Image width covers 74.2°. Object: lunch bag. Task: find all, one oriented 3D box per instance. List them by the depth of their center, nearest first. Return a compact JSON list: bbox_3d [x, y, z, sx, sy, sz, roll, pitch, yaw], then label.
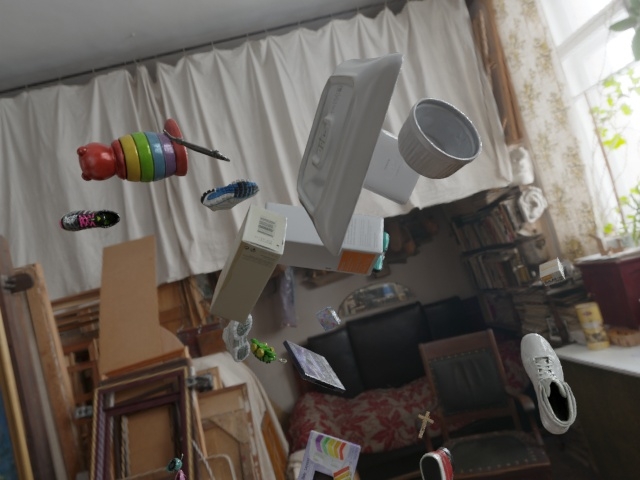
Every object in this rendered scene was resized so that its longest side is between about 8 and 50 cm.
[{"bbox_3d":[0.032,0.317,1.735,0.071,0.083,0.053,-31,10,15],"label":"lunch bag"}]

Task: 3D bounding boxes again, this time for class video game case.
[{"bbox_3d":[-0.025,0.521,1.746,0.026,0.196,0.274,-48,-47,6],"label":"video game case"}]

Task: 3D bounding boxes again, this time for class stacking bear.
[{"bbox_3d":[-0.566,-0.249,1.273,0.288,0.164,0.175,-15,-41,-30],"label":"stacking bear"}]

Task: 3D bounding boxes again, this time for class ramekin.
[{"bbox_3d":[0.299,-0.257,1.101,0.207,0.207,0.109,-13,-22,-32],"label":"ramekin"}]

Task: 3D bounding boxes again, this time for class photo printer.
[{"bbox_3d":[0.276,-0.322,1.799,0.307,0.256,0.107,22,7,-18],"label":"photo printer"}]

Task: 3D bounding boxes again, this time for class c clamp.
[{"bbox_3d":[-0.319,-0.240,1.114,0.160,0.022,0.137,19,-2,-3],"label":"c clamp"}]

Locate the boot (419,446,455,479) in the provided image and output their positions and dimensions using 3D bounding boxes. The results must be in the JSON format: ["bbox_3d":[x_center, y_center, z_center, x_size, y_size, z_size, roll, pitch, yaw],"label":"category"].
[{"bbox_3d":[0.374,0.766,1.280,0.088,0.244,0.176,-14,-21,29],"label":"boot"}]

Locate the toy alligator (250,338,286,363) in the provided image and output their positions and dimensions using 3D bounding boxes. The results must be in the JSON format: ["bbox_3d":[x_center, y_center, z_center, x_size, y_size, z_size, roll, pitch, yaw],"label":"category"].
[{"bbox_3d":[-0.183,0.389,1.427,0.056,0.051,0.189,6,10,-45],"label":"toy alligator"}]

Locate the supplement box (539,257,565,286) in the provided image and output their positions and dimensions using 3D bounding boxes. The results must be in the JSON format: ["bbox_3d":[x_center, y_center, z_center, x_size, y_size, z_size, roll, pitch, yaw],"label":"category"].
[{"bbox_3d":[0.746,0.102,1.366,0.062,0.036,0.098,-30,6,33],"label":"supplement box"}]

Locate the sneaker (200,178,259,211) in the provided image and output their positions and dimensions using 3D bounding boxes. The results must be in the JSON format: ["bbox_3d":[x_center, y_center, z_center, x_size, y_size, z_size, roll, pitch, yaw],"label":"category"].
[{"bbox_3d":[-0.284,-0.140,1.374,0.190,0.071,0.083,-13,-29,7],"label":"sneaker"}]

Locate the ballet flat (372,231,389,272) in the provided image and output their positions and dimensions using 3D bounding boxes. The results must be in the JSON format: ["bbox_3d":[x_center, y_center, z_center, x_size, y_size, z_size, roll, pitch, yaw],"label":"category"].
[{"bbox_3d":[0.252,0.057,1.866,0.074,0.203,0.074,13,-30,7],"label":"ballet flat"}]

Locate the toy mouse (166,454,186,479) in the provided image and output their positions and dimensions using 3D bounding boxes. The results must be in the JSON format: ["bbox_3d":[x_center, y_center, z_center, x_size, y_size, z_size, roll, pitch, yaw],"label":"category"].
[{"bbox_3d":[-0.462,0.756,1.361,0.031,0.143,0.161,28,-11,-37],"label":"toy mouse"}]

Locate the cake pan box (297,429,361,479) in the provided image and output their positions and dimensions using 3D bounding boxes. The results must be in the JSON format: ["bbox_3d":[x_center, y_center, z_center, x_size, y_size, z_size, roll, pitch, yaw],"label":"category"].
[{"bbox_3d":[0.035,1.040,1.936,0.245,0.267,0.070,14,-17,15],"label":"cake pan box"}]

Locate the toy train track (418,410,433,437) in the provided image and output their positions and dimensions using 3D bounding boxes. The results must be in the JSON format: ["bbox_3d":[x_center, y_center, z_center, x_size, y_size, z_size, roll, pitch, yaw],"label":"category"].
[{"bbox_3d":[0.325,0.579,1.328,0.048,0.083,0.014,19,-33,18],"label":"toy train track"}]

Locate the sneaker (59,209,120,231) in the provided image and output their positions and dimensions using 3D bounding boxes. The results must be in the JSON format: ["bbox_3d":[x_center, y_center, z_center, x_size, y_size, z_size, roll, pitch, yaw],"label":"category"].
[{"bbox_3d":[-0.677,-0.063,1.260,0.074,0.063,0.170,-3,5,41],"label":"sneaker"}]

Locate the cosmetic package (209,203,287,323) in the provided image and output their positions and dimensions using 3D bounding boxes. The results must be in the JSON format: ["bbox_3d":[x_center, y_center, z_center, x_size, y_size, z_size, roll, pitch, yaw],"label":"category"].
[{"bbox_3d":[-0.203,0.071,1.182,0.113,0.160,0.309,21,-53,-15],"label":"cosmetic package"}]

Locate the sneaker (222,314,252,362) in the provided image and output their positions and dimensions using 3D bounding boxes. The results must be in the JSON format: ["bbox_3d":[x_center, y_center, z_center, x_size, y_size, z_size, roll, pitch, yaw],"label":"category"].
[{"bbox_3d":[-0.327,0.340,1.592,0.115,0.232,0.090,23,24,36],"label":"sneaker"}]

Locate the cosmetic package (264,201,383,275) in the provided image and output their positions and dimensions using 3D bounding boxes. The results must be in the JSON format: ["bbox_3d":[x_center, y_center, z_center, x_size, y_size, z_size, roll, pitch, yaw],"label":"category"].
[{"bbox_3d":[0.000,0.000,1.661,0.452,0.162,0.230,8,-27,-2],"label":"cosmetic package"}]

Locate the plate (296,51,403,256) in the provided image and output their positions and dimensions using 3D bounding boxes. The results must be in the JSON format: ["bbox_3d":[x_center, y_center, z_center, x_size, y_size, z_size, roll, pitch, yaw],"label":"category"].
[{"bbox_3d":[0.020,-0.150,0.664,0.045,0.278,0.277,13,18,-16],"label":"plate"}]

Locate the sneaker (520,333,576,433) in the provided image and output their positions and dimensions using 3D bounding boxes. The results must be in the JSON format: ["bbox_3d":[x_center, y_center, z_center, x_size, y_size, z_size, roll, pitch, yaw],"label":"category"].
[{"bbox_3d":[0.667,0.395,1.231,0.108,0.293,0.169,-12,-32,13],"label":"sneaker"}]
